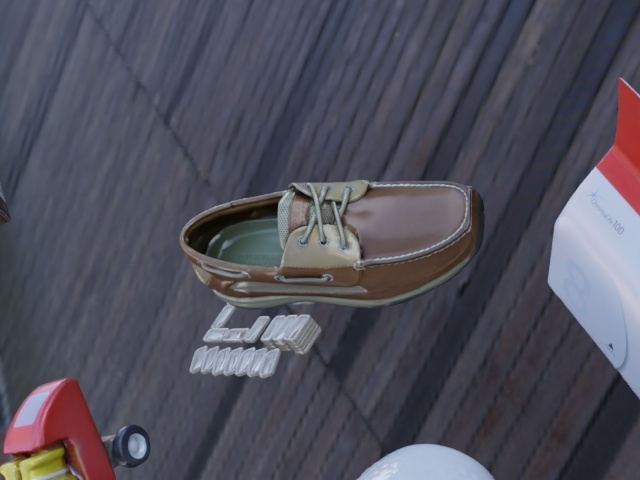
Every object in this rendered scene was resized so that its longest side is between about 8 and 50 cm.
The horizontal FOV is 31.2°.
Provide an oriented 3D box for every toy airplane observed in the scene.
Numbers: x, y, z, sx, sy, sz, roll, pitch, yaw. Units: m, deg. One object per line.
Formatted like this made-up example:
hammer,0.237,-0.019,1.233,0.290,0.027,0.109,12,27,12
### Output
toy airplane,-0.360,0.422,1.491,0.384,0.272,0.386,42,105,36

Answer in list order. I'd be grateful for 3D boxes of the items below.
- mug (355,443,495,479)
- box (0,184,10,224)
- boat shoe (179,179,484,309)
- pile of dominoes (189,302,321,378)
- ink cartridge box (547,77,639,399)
mug,0.168,0.460,1.514,0.328,0.374,0.276,-64,-15,-45
box,-0.533,-0.089,1.467,0.167,0.203,0.168,81,169,-75
boat shoe,0.000,0.000,1.149,0.324,0.120,0.122,-12,60,28
pile of dominoes,-0.111,0.172,2.014,0.251,0.040,0.196,-5,41,46
ink cartridge box,0.410,0.036,1.424,0.308,0.091,0.385,58,167,36
